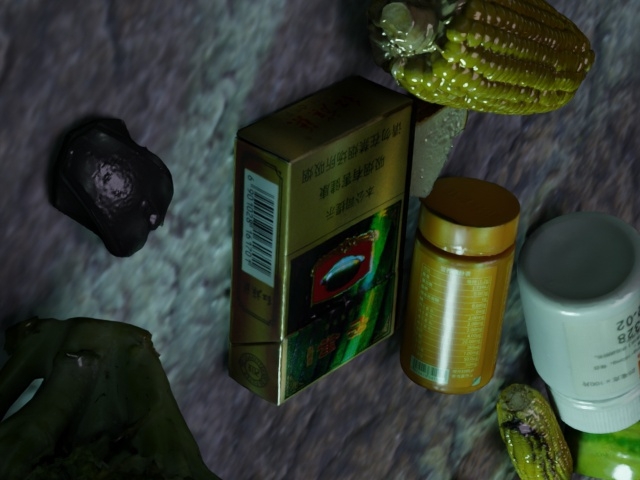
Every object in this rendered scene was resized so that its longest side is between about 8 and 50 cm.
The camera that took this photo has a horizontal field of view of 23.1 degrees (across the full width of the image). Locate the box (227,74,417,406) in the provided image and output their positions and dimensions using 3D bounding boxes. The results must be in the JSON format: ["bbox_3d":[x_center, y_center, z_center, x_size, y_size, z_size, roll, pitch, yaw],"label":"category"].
[{"bbox_3d":[0.000,0.000,1.300,0.159,0.071,0.240,-32,136,-41],"label":"box"}]

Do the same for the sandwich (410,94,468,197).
[{"bbox_3d":[0.091,-0.088,1.391,0.105,0.036,0.093,-37,139,-35],"label":"sandwich"}]

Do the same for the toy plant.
[{"bbox_3d":[0.410,0.145,1.910,0.224,0.185,0.315,27,75,-62],"label":"toy plant"}]

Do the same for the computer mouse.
[{"bbox_3d":[-0.139,-0.032,1.109,0.079,0.047,0.135,-52,148,-13],"label":"computer mouse"}]

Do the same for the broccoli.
[{"bbox_3d":[-0.169,0.193,1.053,0.303,0.321,0.283,80,17,-57],"label":"broccoli"}]

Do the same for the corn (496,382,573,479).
[{"bbox_3d":[0.246,0.230,1.806,0.072,0.072,0.203,-51,145,-17],"label":"corn"}]

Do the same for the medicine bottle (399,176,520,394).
[{"bbox_3d":[0.130,0.045,1.485,0.096,0.096,0.191,-28,134,-41],"label":"medicine bottle"}]

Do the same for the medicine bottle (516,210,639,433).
[{"bbox_3d":[0.294,0.095,1.706,0.144,0.144,0.252,-45,144,-24],"label":"medicine bottle"}]

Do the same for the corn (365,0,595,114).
[{"bbox_3d":[0.142,-0.165,1.335,0.322,0.119,0.119,2,112,-61],"label":"corn"}]
